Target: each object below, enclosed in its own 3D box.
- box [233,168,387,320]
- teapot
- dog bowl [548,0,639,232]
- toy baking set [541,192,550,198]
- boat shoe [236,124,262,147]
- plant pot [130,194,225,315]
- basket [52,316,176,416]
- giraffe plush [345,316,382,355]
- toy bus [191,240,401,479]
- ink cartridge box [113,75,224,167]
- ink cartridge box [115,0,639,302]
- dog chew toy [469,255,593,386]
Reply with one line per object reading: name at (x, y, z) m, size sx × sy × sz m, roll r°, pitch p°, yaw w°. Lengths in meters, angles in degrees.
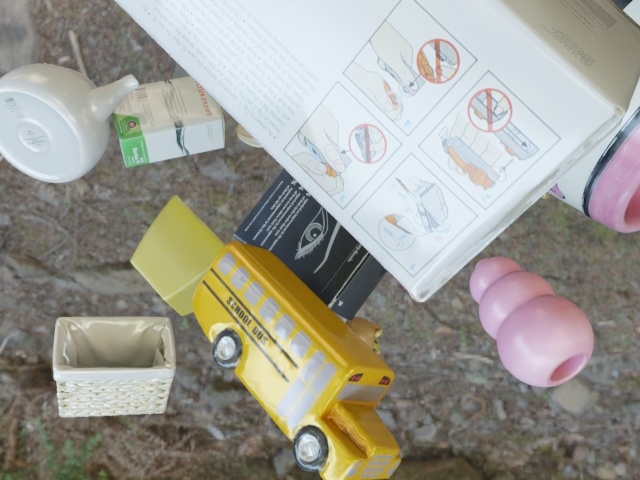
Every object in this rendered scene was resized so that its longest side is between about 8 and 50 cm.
box at (0.000, 0.000, 1.180) m, size 0.207 × 0.153 × 0.108 m, roll 38°, pitch 179°, yaw 25°
teapot at (-0.521, -0.250, 1.526) m, size 0.256 × 0.187 × 0.252 m, roll 27°, pitch 133°, yaw -3°
dog bowl at (0.458, -0.176, 0.980) m, size 0.408 × 0.150 × 0.408 m, roll -28°, pitch 152°, yaw -17°
toy baking set at (0.365, -0.160, 1.252) m, size 0.030 × 0.196 × 0.256 m, roll 0°, pitch 116°, yaw 15°
boat shoe at (-0.104, -0.222, 1.548) m, size 0.170 × 0.063 × 0.059 m, roll 12°, pitch 162°, yaw 30°
plant pot at (-0.324, 0.056, 1.853) m, size 0.212 × 0.187 × 0.212 m, roll 44°, pitch 171°, yaw 20°
basket at (-0.301, 0.184, 1.124) m, size 0.167 × 0.113 × 0.103 m, roll 2°, pitch 126°, yaw -18°
giraffe plush at (0.021, 0.173, 1.304) m, size 0.171 × 0.181 × 0.210 m, roll 17°, pitch 170°, yaw 1°
toy bus at (-0.026, 0.146, 0.946) m, size 0.108 × 0.333 × 0.130 m, roll 21°, pitch 107°, yaw -51°
ink cartridge box at (-0.312, -0.247, 1.574) m, size 0.209 × 0.153 × 0.086 m, roll -13°, pitch 144°, yaw -12°
ink cartridge box at (0.028, -0.158, 0.444) m, size 0.309 × 0.272 × 0.130 m, roll 45°, pitch 122°, yaw 5°
dog chew toy at (0.455, 0.164, 1.733) m, size 0.207 × 0.331 × 0.206 m, roll -18°, pitch 139°, yaw -16°
